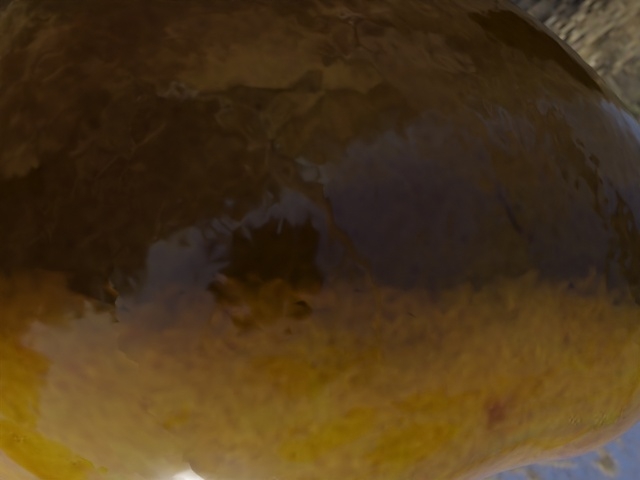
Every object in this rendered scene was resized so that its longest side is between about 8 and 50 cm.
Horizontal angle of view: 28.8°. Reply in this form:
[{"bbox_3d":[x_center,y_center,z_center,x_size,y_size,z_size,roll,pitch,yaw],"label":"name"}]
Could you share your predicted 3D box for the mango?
[{"bbox_3d":[0.000,0.000,0.544,0.378,0.264,0.221,7,170,-22],"label":"mango"}]
